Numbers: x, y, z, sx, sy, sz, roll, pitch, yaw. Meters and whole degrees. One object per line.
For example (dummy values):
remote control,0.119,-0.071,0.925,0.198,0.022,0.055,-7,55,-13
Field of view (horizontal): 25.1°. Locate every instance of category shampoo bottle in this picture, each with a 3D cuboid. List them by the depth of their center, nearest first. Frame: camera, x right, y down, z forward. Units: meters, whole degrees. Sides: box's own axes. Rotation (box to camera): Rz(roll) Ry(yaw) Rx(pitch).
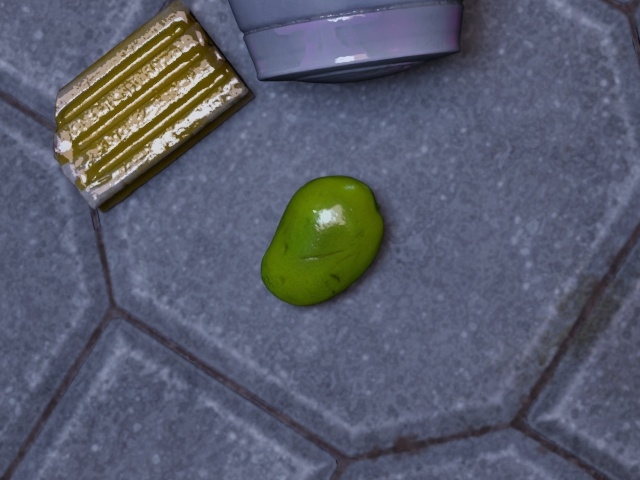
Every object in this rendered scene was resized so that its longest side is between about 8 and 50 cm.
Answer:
shampoo bottle,0.026,-0.306,1.572,0.272,0.273,0.266,-5,96,6

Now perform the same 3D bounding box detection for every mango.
mango,0.006,0.002,1.652,0.117,0.089,0.163,26,101,-1

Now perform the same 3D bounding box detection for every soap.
soap,-0.210,-0.156,1.687,0.232,0.073,0.140,-38,82,3
